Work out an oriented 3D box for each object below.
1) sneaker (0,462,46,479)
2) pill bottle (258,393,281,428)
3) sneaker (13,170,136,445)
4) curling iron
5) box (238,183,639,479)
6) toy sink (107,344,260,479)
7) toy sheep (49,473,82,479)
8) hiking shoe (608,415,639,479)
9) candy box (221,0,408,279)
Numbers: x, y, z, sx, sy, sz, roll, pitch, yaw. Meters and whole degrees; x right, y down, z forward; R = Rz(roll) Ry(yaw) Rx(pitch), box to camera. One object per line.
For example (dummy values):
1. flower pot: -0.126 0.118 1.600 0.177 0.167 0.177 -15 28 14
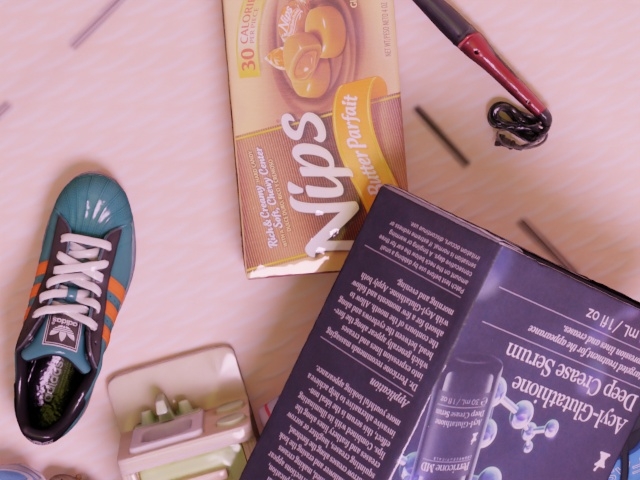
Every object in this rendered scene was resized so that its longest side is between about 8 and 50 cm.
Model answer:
1. sneaker: -0.415 0.303 1.866 0.237 0.086 0.085 -19 94 15
2. pill bottle: 0.017 0.182 1.885 0.160 0.087 0.087 -33 99 1
3. sneaker: -0.266 0.078 1.834 0.108 0.121 0.302 11 98 -6
4. curling iron: 0.157 -0.206 1.859 0.068 0.035 0.274 -41 99 -9
5. box: 0.137 0.188 1.765 0.293 0.212 0.395 23 95 -38
6. toy sink: -0.135 0.253 1.864 0.152 0.131 0.234 -15 99 -2
7. toy sheep: -0.265 0.319 1.891 0.091 0.091 0.132 -30 94 1
8. hiking shoe: 0.297 0.269 1.906 0.132 0.113 0.304 35 103 -20
9. candy box: -0.004 -0.123 1.831 0.183 0.087 0.316 -5 96 -3
